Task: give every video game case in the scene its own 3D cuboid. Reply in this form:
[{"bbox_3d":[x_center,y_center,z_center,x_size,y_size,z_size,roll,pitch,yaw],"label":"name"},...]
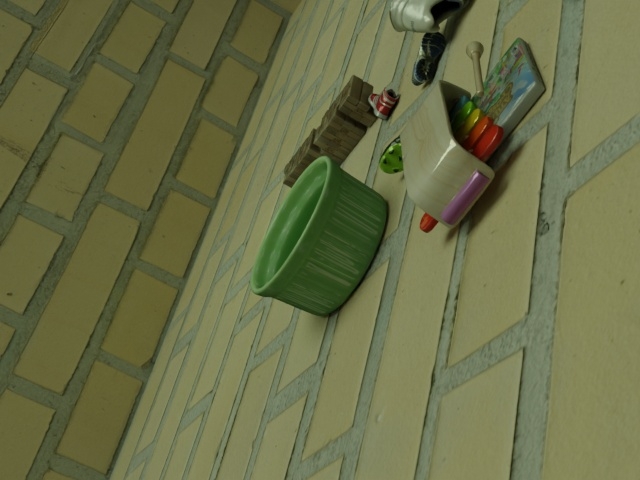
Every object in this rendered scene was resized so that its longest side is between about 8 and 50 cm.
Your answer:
[{"bbox_3d":[0.278,-0.209,1.571,0.212,0.023,0.193,-54,17,29],"label":"video game case"}]

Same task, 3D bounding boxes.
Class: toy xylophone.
[{"bbox_3d":[0.211,-0.170,1.520,0.236,0.081,0.322,-52,18,35],"label":"toy xylophone"}]

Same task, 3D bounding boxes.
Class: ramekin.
[{"bbox_3d":[0.000,0.000,1.884,0.303,0.148,0.303,-55,16,24],"label":"ramekin"}]

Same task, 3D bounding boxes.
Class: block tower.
[{"bbox_3d":[0.024,-0.241,2.346,0.335,0.091,0.097,-50,18,40],"label":"block tower"}]

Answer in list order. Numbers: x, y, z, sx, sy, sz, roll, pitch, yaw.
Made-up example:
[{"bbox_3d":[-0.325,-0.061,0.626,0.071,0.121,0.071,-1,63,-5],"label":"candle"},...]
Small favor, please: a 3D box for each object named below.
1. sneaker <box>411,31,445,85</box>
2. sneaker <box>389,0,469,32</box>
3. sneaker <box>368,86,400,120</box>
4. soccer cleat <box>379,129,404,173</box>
[{"bbox_3d":[0.220,-0.384,2.028,0.135,0.052,0.058,-66,8,-23],"label":"sneaker"},{"bbox_3d":[0.280,-0.543,2.037,0.129,0.111,0.297,31,80,41],"label":"sneaker"},{"bbox_3d":[0.145,-0.324,2.183,0.067,0.042,0.118,-60,22,23],"label":"sneaker"},{"bbox_3d":[0.180,-0.196,1.827,0.179,0.060,0.072,-46,11,28],"label":"soccer cleat"}]
